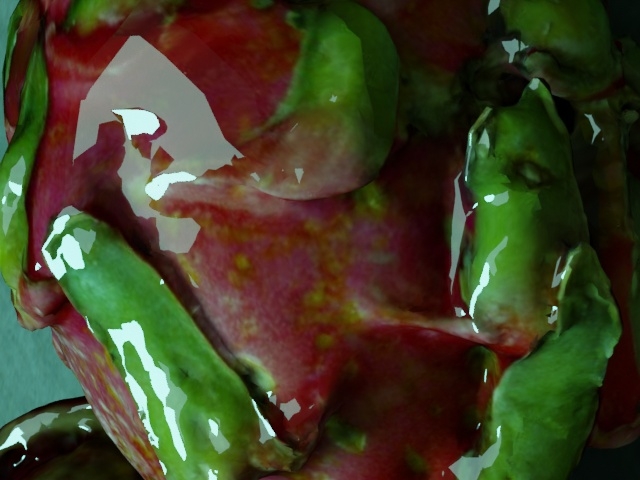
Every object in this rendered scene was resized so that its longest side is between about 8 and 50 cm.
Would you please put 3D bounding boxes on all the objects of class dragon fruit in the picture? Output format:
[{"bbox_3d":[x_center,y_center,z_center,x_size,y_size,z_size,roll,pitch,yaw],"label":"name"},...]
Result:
[{"bbox_3d":[0.011,-0.004,0.597,0.231,0.237,0.303,36,-144,-79],"label":"dragon fruit"}]

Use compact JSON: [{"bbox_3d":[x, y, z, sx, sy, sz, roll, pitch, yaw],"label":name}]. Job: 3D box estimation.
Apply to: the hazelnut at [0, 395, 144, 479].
[{"bbox_3d":[-0.082,0.172,0.765,0.202,0.160,0.170,52,126,53],"label":"hazelnut"}]
